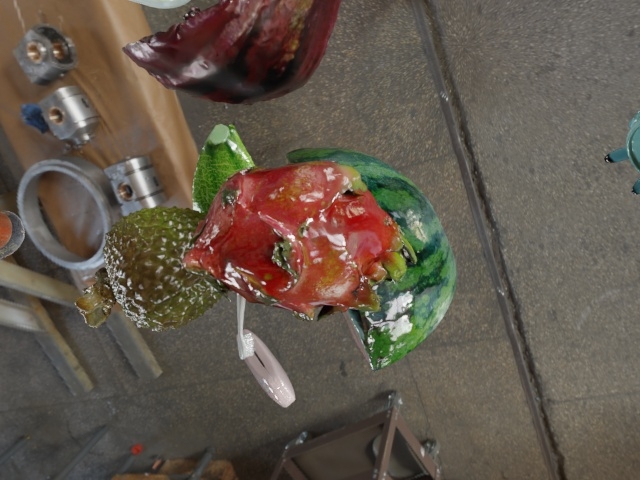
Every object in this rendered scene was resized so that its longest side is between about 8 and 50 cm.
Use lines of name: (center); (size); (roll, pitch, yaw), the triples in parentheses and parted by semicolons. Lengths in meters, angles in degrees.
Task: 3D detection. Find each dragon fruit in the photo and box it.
dragon fruit: (-0.013, 0.016, 0.547); (0.200, 0.198, 0.269); (-39, 135, 7)

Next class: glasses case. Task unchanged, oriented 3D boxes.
glasses case: (-0.156, 0.345, 1.318); (0.075, 0.297, 0.113); (-36, 122, -14)

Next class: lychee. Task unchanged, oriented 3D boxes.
lychee: (-0.327, 0.059, 0.993); (0.319, 0.270, 0.270); (6, 114, -6)

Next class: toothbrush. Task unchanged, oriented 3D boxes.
toothbrush: (-0.118, 0.058, 0.717); (0.020, 0.025, 0.287); (34, 131, 51)

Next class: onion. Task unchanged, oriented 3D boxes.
onion: (-0.130, -0.259, 0.687); (0.314, 0.280, 0.146); (9, 124, 48)

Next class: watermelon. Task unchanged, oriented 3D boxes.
watermelon: (0.093, -0.015, 0.776); (0.222, 0.319, 0.292); (-17, 110, -4)

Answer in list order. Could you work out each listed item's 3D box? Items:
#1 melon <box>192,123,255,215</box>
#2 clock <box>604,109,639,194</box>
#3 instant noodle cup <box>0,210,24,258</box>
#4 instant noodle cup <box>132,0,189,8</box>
melon: (-0.205, -0.107, 1.103); (0.196, 0.124, 0.323); (-5, 143, 2)
clock: (0.367, -0.096, 0.493); (0.045, 0.147, 0.108); (-37, 83, -11)
instant noodle cup: (-0.804, -0.028, 1.136); (0.127, 0.136, 0.127); (0, 79, -1)
instant noodle cup: (-0.350, -0.675, 0.924); (0.294, 0.294, 0.308); (42, 156, -3)
